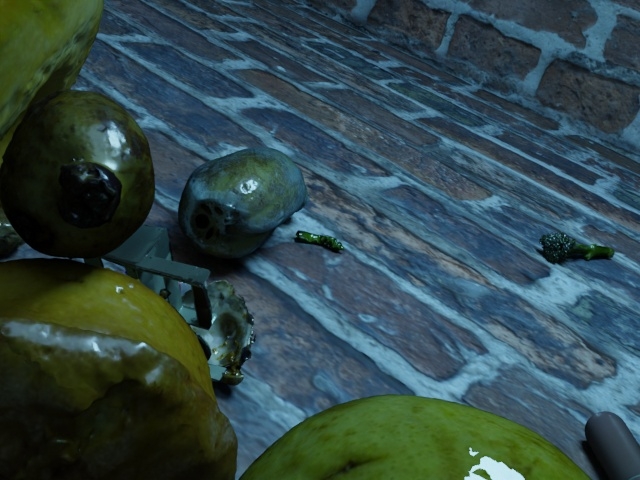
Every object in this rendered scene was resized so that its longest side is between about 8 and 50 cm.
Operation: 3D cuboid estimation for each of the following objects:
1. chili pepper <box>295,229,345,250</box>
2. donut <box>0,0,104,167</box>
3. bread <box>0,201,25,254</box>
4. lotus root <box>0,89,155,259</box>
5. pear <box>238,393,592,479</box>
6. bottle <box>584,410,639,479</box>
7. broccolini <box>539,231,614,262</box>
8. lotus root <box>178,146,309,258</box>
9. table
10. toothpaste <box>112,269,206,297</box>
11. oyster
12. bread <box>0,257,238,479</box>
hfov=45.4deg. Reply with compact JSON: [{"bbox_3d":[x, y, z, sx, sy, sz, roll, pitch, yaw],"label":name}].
[{"bbox_3d":[0.000,0.000,1.243,0.083,0.022,0.027,15,-8,-8],"label":"chili pepper"},{"bbox_3d":[-0.388,-0.149,0.771,0.198,0.449,0.449,31,22,-12],"label":"donut"},{"bbox_3d":[-0.402,-0.024,0.953,0.082,0.060,0.113,-5,36,-41],"label":"bread"},{"bbox_3d":[-0.214,-0.060,0.677,0.128,0.145,0.260,10,10,-26],"label":"lotus root"},{"bbox_3d":[0.058,0.245,0.476,0.304,0.304,0.304,16,25,-7],"label":"pear"},{"bbox_3d":[0.363,0.266,0.911,0.053,0.053,0.140,14,25,-12],"label":"bottle"},{"bbox_3d":[0.534,0.012,1.555,0.216,0.058,0.067,2,27,-34],"label":"broccolini"},{"bbox_3d":[-0.103,-0.072,1.152,0.140,0.158,0.322,47,22,1],"label":"lotus root"},{"bbox_3d":[-0.176,0.058,0.793,0.175,0.146,0.062,12,44,15],"label":"table"},{"bbox_3d":[-0.239,0.056,0.933,0.194,0.043,0.067,3,32,-20],"label":"toothpaste"},{"bbox_3d":[-0.124,0.112,0.880,0.103,0.051,0.148,-15,39,-9],"label":"oyster"},{"bbox_3d":[-0.222,0.116,0.651,0.340,0.179,0.194,12,25,-16],"label":"bread"}]
